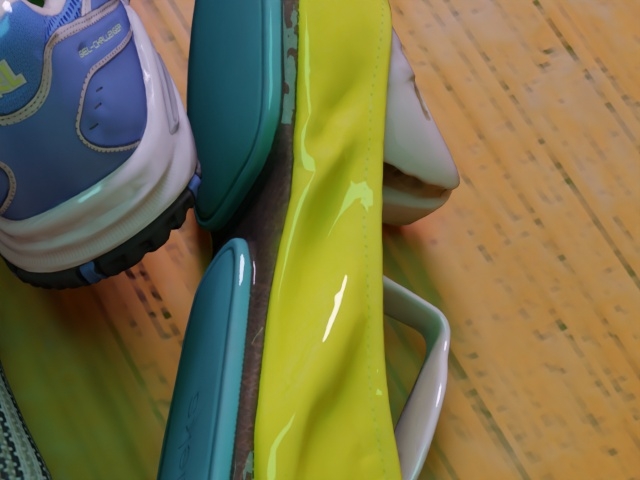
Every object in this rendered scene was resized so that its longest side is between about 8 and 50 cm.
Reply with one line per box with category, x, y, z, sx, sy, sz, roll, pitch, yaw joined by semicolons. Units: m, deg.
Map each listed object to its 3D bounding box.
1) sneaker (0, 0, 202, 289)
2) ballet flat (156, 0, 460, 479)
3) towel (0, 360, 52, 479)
sneaker;-0.093;-0.083;0.509;0.080;0.081;0.211;-31;48;-1
ballet flat;0.000;0.000;0.502;0.077;0.077;0.231;13;62;-20
towel;-0.274;-0.005;0.494;0.324;0.056;0.312;-20;64;-12
